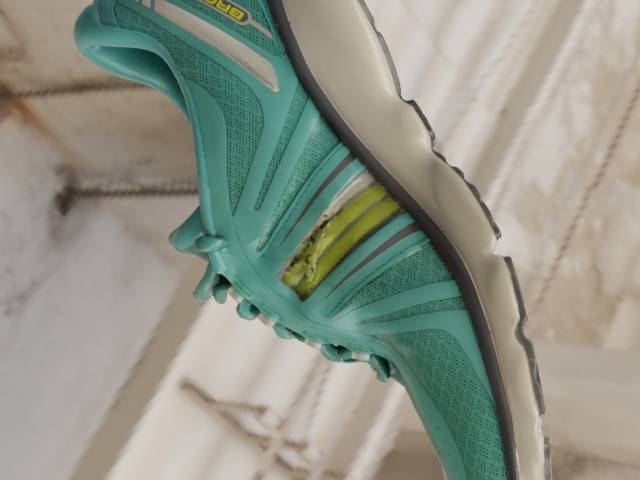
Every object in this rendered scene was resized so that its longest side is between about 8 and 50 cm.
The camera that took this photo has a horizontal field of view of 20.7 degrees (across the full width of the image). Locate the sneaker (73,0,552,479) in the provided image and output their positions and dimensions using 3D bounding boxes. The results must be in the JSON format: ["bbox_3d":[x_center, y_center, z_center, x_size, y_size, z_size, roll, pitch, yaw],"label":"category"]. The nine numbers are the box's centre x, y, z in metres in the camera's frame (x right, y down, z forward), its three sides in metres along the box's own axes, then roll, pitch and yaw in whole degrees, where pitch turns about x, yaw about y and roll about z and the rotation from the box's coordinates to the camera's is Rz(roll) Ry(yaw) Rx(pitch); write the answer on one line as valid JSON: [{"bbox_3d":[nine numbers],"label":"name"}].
[{"bbox_3d":[0.000,0.000,0.690,0.110,0.107,0.275,-29,-101,-11],"label":"sneaker"}]
